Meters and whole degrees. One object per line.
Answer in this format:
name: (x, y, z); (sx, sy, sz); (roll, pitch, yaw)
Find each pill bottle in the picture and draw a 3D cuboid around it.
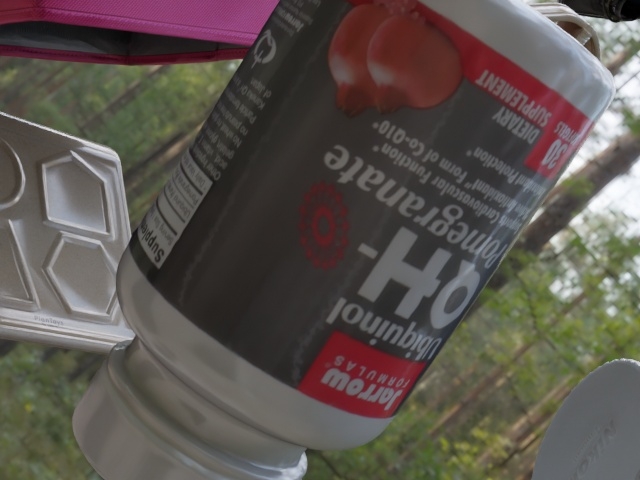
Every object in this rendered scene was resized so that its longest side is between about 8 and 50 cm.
pill bottle: (0.000, 0.000, 0.628); (0.176, 0.318, 0.176); (32, 10, -6)

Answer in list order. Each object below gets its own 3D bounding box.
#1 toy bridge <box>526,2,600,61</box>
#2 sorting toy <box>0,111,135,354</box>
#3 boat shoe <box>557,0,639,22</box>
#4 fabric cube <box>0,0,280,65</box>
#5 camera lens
toy bridge: (0.184, -0.148, 0.902); (0.188, 0.063, 0.026); (21, 25, -49)
sorting toy: (-0.221, -0.008, 0.868); (0.193, 0.038, 0.208); (17, 48, -47)
boat shoe: (0.439, -0.342, 1.635); (0.229, 0.076, 0.080); (4, -43, 30)
fabric cube: (-0.166, -0.268, 0.845); (0.259, 0.254, 0.258); (5, -84, 45)
camera lens: (0.373, 0.259, 1.121); (0.274, 0.219, 0.219); (26, -6, -13)
